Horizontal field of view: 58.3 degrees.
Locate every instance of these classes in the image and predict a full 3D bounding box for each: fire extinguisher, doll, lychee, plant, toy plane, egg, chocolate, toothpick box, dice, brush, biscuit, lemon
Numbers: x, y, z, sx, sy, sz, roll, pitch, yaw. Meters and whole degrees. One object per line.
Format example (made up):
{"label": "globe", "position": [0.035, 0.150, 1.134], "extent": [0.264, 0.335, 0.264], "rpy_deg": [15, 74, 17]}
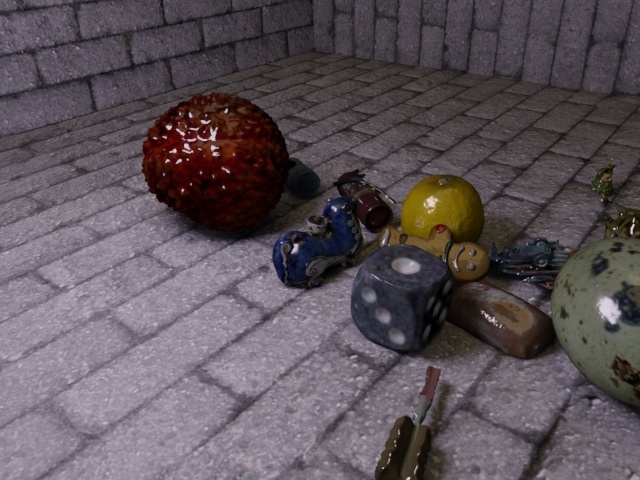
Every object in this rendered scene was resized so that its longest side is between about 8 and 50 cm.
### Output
{"label": "fire extinguisher", "position": [0.138, -0.151, 1.865], "extent": [0.142, 0.105, 0.341], "rpy_deg": [-13, 32, -11]}
{"label": "doll", "position": [0.960, -0.217, 1.958], "extent": [0.078, 0.113, 0.077], "rpy_deg": [-18, 20, -29]}
{"label": "lychee", "position": [-0.282, -0.229, 1.724], "extent": [0.500, 0.424, 0.424], "rpy_deg": [0, 26, -30]}
{"label": "plant", "position": [0.913, 0.008, 1.518], "extent": [0.334, 0.180, 0.251], "rpy_deg": [8, 41, 8]}
{"label": "toy plane", "position": [0.520, 0.053, 1.501], "extent": [0.327, 0.104, 0.223], "rpy_deg": [8, 31, 15]}
{"label": "egg", "position": [0.614, 0.154, 1.135], "extent": [0.288, 0.287, 0.379], "rpy_deg": [3, 27, 7]}
{"label": "chocolate", "position": [0.413, 0.164, 1.331], "extent": [0.161, 0.083, 0.261], "rpy_deg": [-27, 40, -35]}
{"label": "toothpick box", "position": [-0.075, -0.219, 1.996], "extent": [0.101, 0.101, 0.153], "rpy_deg": [-13, 30, -20]}
{"label": "dice", "position": [0.186, 0.128, 1.302], "extent": [0.182, 0.183, 0.181], "rpy_deg": [22, 35, 32]}
{"label": "brush", "position": [0.177, 0.335, 1.058], "extent": [0.084, 0.071, 0.301], "rpy_deg": [20, 34, 12]}
{"label": "biscuit", "position": [0.283, 0.045, 1.479], "extent": [0.302, 0.049, 0.196], "rpy_deg": [7, 71, 15]}
{"label": "lemon", "position": [0.347, -0.082, 1.629], "extent": [0.241, 0.219, 0.240], "rpy_deg": [-2, 34, 2]}

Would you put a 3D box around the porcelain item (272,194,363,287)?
{"label": "porcelain item", "position": [0.000, 0.000, 1.529], "extent": [0.288, 0.186, 0.138], "rpy_deg": [-24, 38, -32]}
